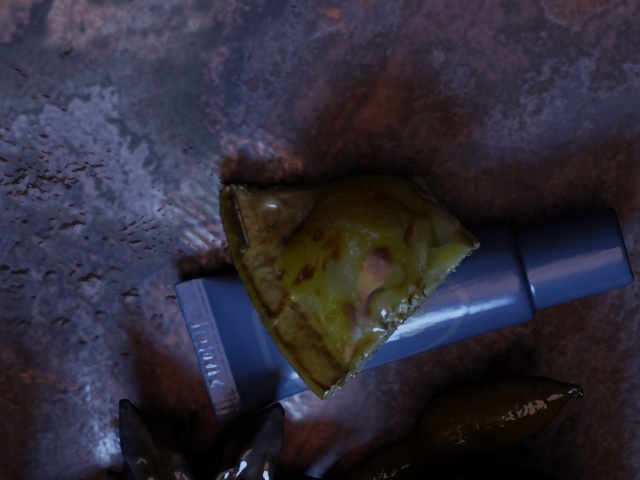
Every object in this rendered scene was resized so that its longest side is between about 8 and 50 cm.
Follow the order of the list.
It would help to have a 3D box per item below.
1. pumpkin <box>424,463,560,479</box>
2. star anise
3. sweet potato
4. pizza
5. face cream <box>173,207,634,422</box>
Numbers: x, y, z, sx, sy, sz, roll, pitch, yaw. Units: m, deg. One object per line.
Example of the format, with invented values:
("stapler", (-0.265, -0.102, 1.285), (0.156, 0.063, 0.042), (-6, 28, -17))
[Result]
("pumpkin", (0.131, 0.347, 1.695), (0.238, 0.315, 0.315), (5, 111, 21))
("star anise", (-0.115, 0.264, 1.733), (0.315, 0.108, 0.315), (-2, 120, -4))
("sweet potato", (0.115, 0.171, 1.744), (0.269, 0.075, 0.075), (-28, 109, 21))
("pizza", (0.009, -0.001, 1.631), (0.188, 0.080, 0.204), (-40, 73, 0))
("face cream", (0.075, 0.052, 1.692), (0.385, 0.086, 0.136), (-15, 107, 6))
